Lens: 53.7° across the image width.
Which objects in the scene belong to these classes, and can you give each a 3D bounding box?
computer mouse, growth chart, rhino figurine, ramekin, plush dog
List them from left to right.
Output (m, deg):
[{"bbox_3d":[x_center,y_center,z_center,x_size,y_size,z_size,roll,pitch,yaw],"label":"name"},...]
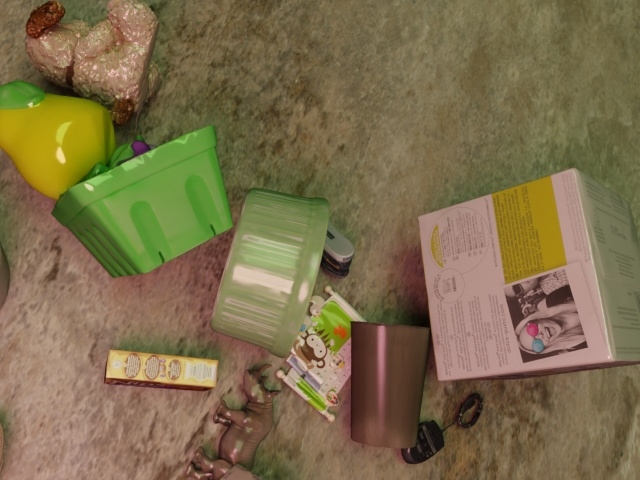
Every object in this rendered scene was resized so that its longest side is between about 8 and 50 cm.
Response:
[{"bbox_3d":[-0.435,-0.330,1.180,0.225,0.262,0.211,19,67,-4],"label":"plush dog"},{"bbox_3d":[-0.145,0.338,1.161,0.106,0.073,0.243,28,67,-4],"label":"rhino figurine"},{"bbox_3d":[-0.099,0.050,1.157,0.148,0.303,0.303,16,68,-8],"label":"ramekin"},{"bbox_3d":[0.011,0.222,1.289,0.172,0.021,0.237,37,62,-7],"label":"growth chart"},{"bbox_3d":[0.254,0.389,1.322,0.242,0.041,0.071,-22,90,-32],"label":"computer mouse"}]

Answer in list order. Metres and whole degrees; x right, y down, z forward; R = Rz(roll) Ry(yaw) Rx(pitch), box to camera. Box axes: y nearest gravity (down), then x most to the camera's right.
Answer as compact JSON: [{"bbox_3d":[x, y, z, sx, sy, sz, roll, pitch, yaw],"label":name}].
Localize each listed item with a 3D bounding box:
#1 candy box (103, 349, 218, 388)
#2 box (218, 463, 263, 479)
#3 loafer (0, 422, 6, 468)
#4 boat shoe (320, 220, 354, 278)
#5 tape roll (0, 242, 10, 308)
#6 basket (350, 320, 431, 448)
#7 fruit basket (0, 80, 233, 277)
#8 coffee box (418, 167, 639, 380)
[{"bbox_3d":[-0.285,0.233,1.124,0.186,0.109,0.053,8,70,-19],"label":"candy box"},{"bbox_3d":[-0.072,0.537,1.046,0.121,0.148,0.311,-40,102,-24],"label":"box"},{"bbox_3d":[-0.564,0.403,0.970,0.102,0.092,0.269,19,70,-15],"label":"loafer"},{"bbox_3d":[0.000,0.000,1.339,0.065,0.083,0.183,-24,55,-26],"label":"boat shoe"},{"bbox_3d":[-0.641,0.046,1.018,0.246,0.169,0.246,6,71,-19],"label":"tape roll"},{"bbox_3d":[0.130,0.277,1.231,0.204,0.154,0.227,21,72,-61],"label":"basket"},{"bbox_3d":[-0.357,-0.125,1.072,0.283,0.392,0.392,-30,85,-26],"label":"fruit basket"},{"bbox_3d":[0.433,0.094,1.260,0.337,0.334,0.338,13,66,-47],"label":"coffee box"}]
